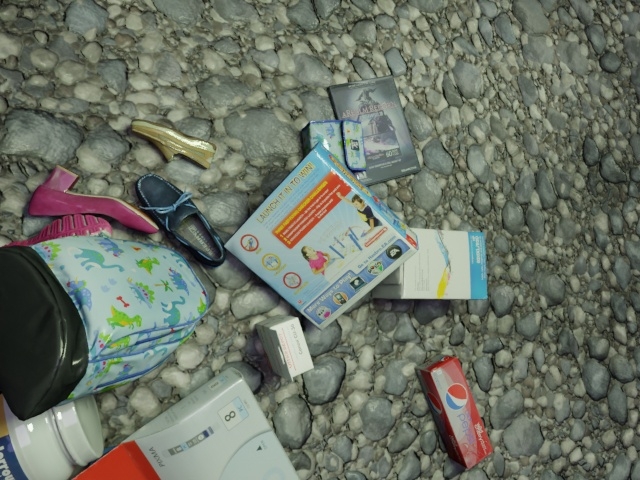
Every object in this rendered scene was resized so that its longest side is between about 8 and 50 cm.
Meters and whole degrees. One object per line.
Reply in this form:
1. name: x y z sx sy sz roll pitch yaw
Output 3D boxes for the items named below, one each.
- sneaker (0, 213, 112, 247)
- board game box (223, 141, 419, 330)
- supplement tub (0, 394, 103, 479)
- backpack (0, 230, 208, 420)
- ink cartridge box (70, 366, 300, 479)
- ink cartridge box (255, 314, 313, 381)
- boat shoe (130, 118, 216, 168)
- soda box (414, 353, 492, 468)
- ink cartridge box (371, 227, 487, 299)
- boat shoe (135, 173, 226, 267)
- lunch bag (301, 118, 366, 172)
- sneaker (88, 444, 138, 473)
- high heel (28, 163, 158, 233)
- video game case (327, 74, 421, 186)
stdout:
1. sneaker: -0.525 0.037 0.918 0.252 0.103 0.111 -24 127 -3
2. board game box: 0.000 0.000 1.024 0.302 0.086 0.308 43 114 -10
3. supplement tub: -0.572 0.352 0.805 0.315 0.228 0.229 -19 90 -20
4. backpack: -0.378 0.128 0.833 0.273 0.355 0.290 -43 67 0
5. ink cartridge box: -0.259 0.493 0.923 0.384 0.091 0.308 -32 109 -25
6. ink cartridge box: -0.077 0.228 1.005 0.067 0.198 0.116 -19 91 -20
7. boat shoe: -0.333 -0.211 1.038 0.189 0.068 0.072 17 90 -17
8. soda box: 0.341 0.434 1.189 0.092 0.083 0.264 -22 91 -20
9. ink cartridge box: 0.263 0.064 1.155 0.232 0.171 0.169 3 83 -19
10. boat shoe: -0.294 -0.053 1.018 0.258 0.089 0.109 42 73 -11
11. lunch bag: 0.040 -0.229 1.148 0.151 0.096 0.129 -6 91 -19
12. sneaker: -0.360 0.441 0.947 0.209 0.082 0.069 -10 85 -21
13. high heel: -0.470 -0.049 0.967 0.244 0.082 0.117 31 85 -18
14. video game case: 0.145 -0.292 1.232 0.195 0.026 0.275 -17 91 -20
